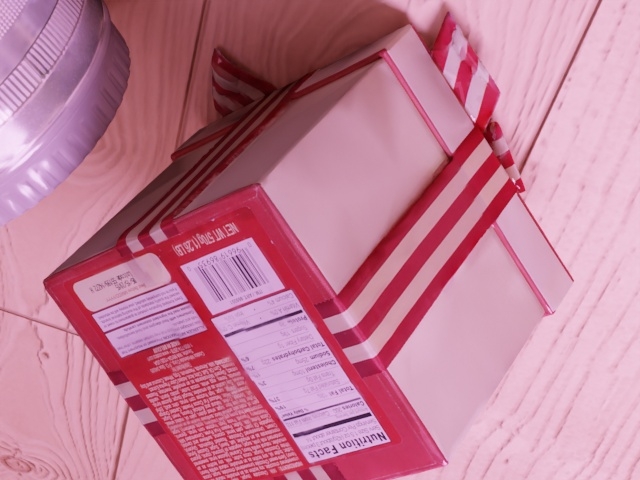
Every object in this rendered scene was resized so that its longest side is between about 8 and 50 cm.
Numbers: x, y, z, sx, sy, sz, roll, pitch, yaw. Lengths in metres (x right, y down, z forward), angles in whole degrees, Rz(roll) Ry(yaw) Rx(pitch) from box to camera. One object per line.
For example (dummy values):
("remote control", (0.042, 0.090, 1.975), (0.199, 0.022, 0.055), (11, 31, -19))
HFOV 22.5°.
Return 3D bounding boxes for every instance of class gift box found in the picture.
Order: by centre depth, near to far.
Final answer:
("gift box", (0.000, 0.000, 1.107), (0.255, 0.258, 0.276), (-16, 110, 38))

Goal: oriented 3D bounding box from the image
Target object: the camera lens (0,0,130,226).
("camera lens", (-0.283, -0.158, 1.043), (0.219, 0.219, 0.274), (-13, 135, 33))
